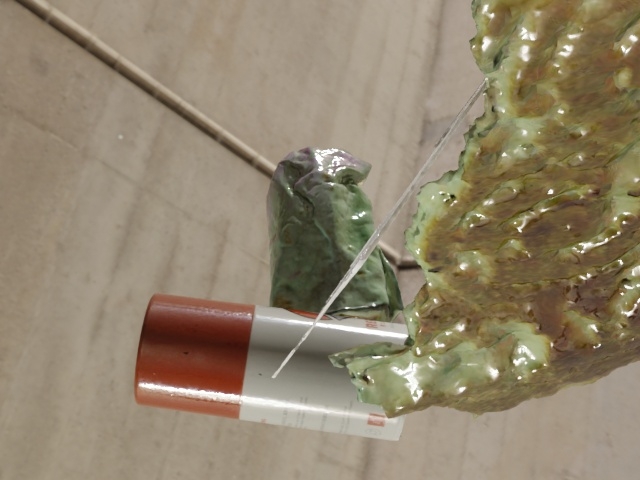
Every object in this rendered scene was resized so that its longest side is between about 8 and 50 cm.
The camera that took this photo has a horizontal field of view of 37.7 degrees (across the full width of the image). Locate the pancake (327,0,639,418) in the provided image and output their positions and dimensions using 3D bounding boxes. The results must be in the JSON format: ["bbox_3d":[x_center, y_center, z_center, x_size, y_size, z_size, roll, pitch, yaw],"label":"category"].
[{"bbox_3d":[0.173,-0.027,0.514,0.426,0.305,0.067,106,-23,-49],"label":"pancake"}]

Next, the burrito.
[{"bbox_3d":[0.000,0.000,1.004,0.144,0.089,0.228,-14,-120,7],"label":"burrito"}]

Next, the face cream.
[{"bbox_3d":[-0.037,0.102,0.767,0.214,0.096,0.095,8,-117,-2],"label":"face cream"}]

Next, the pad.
[{"bbox_3d":[0.050,-0.029,0.532,0.232,0.004,0.156,-53,178,-34],"label":"pad"}]
